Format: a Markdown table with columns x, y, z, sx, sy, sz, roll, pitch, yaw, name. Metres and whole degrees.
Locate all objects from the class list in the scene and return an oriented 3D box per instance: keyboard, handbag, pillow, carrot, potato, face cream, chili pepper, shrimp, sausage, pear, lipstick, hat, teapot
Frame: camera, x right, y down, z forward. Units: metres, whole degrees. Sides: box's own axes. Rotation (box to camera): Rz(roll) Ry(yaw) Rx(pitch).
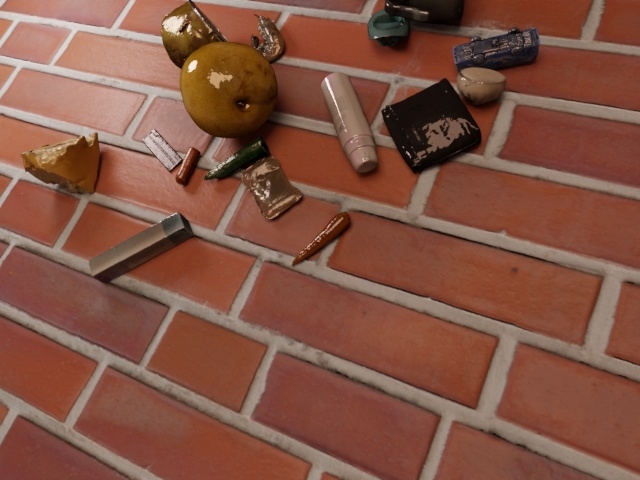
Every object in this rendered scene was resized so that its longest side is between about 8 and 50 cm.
| x | y | z | sx | sy | sz | roll | pitch | yaw | name |
| --- | --- | --- | --- | --- | --- | --- | --- | --- | --- |
| -0.532 | -0.305 | 1.920 | 0.064 | 0.010 | 0.198 | -43 | 61 | -4 | keyboard |
| 0.312 | -0.334 | 1.635 | 0.223 | 0.080 | 0.246 | -25 | 61 | 5 | handbag |
| -0.154 | -0.163 | 1.724 | 0.135 | 0.034 | 0.211 | -36 | 59 | 0 | pillow |
| 0.000 | 0.000 | 1.598 | 0.216 | 0.048 | 0.048 | -42 | 61 | 1 | carrot |
| -0.414 | -0.647 | 1.921 | 0.196 | 0.246 | 0.299 | -45 | 41 | 9 | potato |
| 0.091 | -0.346 | 1.697 | 0.102 | 0.102 | 0.345 | -20 | 62 | 7 | face cream |
| -0.267 | -0.245 | 1.776 | 0.227 | 0.088 | 0.059 | -28 | 87 | 7 | chili pepper |
| -0.200 | -0.703 | 1.990 | 0.126 | 0.047 | 0.223 | -32 | 61 | 12 | shrimp |
| -0.427 | -0.238 | 1.838 | 0.039 | 0.041 | 0.131 | 17 | 71 | 8 | sausage |
| -0.279 | -0.463 | 1.755 | 0.315 | 0.314 | 0.314 | -7 | 64 | 14 | pear |
| -0.545 | 0.023 | 1.737 | 0.318 | 0.066 | 0.068 | -28 | 61 | 3 | lipstick |
| 0.217 | -0.667 | 1.828 | 0.138 | 0.077 | 0.190 | 1 | 47 | 9 | hat |
| 0.297 | -0.754 | 1.749 | 0.286 | 0.223 | 0.305 | 7 | 79 | 12 | teapot |

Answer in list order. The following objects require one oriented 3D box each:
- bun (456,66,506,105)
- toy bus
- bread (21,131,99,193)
| x | y | z | sx | sy | sz | roll | pitch | yaw | name |
| --- | --- | --- | --- | --- | --- | --- | --- | --- | --- |
| 0.455 | -0.434 | 1.636 | 0.138 | 0.094 | 0.138 | 2 | 37 | -1 | bun |
| 0.511 | -0.550 | 1.669 | 0.237 | 0.094 | 0.079 | -8 | 70 | 15 | toy bus |
| -0.867 | -0.290 | 1.901 | 0.184 | 0.211 | 0.223 | -1 | 71 | 24 | bread |
